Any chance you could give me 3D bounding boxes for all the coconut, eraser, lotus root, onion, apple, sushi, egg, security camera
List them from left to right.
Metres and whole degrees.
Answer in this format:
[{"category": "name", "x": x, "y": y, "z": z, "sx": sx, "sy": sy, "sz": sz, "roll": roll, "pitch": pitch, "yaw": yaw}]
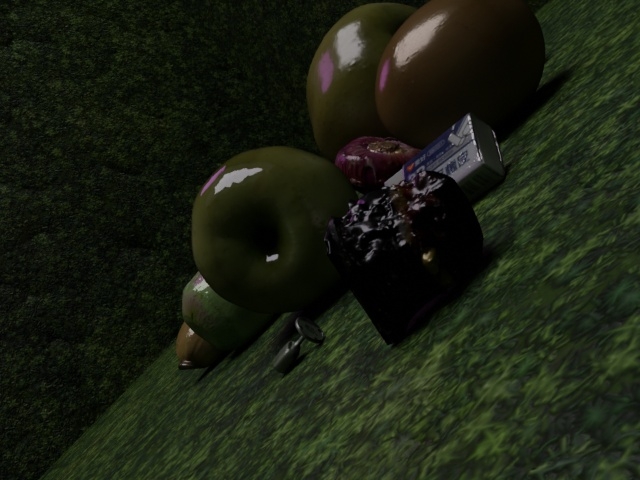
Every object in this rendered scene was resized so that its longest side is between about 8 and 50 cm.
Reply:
[{"category": "lotus root", "x": -0.267, "y": 0.212, "z": 2.022, "sx": 0.303, "sy": 0.146, "sz": 0.131, "roll": -50, "pitch": -27, "yaw": -33}, {"category": "coconut", "x": -0.214, "y": 0.137, "z": 1.878, "sx": 0.236, "sy": 0.204, "sz": 0.236, "roll": -35, "pitch": 17, "yaw": 13}, {"category": "apple", "x": -0.080, "y": -0.026, "z": 1.576, "sx": 0.357, "sy": 0.357, "sz": 0.357, "roll": -42, "pitch": 6, "yaw": 5}, {"category": "security camera", "x": -0.041, "y": 0.176, "z": 1.273, "sx": 0.092, "sy": 0.058, "sz": 0.058, "roll": -53, "pitch": 2, "yaw": 21}, {"category": "onion", "x": 0.146, "y": -0.156, "z": 1.849, "sx": 0.230, "sy": 0.230, "sz": 0.163, "roll": -51, "pitch": -27, "yaw": -56}, {"category": "apple", "x": 0.178, "y": -0.401, "z": 2.120, "sx": 0.473, "sy": 0.473, "sz": 0.473, "roll": -42, "pitch": 6, "yaw": 5}, {"category": "sushi", "x": 0.116, "y": -0.004, "z": 0.965, "sx": 0.150, "sy": 0.153, "sz": 0.172, "roll": -26, "pitch": 21, "yaw": 21}, {"category": "eraser", "x": 0.202, "y": -0.101, "z": 1.310, "sx": 0.210, "sy": 0.068, "sz": 0.124, "roll": -38, "pitch": 42, "yaw": 35}, {"category": "egg", "x": 0.282, "y": -0.347, "z": 1.610, "sx": 0.374, "sy": 0.301, "sz": 0.301, "roll": -37, "pitch": 6, "yaw": 5}]
